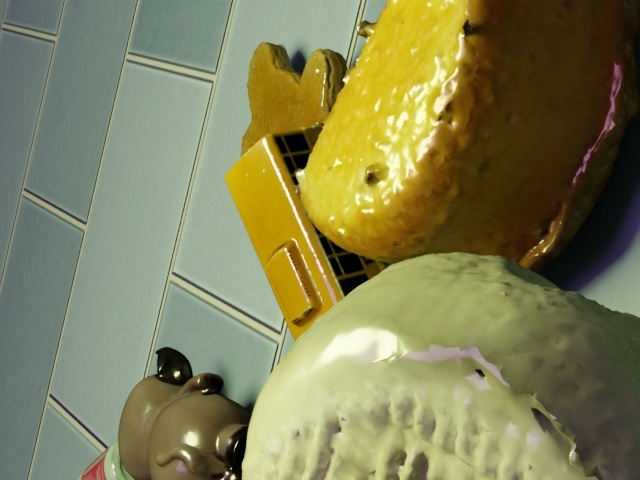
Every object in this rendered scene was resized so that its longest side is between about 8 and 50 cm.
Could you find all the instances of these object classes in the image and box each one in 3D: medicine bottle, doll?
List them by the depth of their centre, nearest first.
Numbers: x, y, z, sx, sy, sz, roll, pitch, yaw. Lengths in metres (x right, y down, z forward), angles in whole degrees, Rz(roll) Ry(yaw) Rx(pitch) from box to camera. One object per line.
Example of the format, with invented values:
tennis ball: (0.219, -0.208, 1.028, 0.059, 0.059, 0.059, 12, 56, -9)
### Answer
doll: (-0.135, 0.217, 1.703, 0.257, 0.117, 0.182, 12, 90, 62)
medicine bottle: (-0.251, 0.307, 1.915, 0.216, 0.090, 0.090, -44, 44, 49)

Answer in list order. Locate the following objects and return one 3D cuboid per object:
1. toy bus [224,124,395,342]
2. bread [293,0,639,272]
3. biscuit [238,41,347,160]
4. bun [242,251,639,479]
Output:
toy bus: (0.000, 0.000, 1.485, 0.098, 0.114, 0.201, -41, 67, 48)
bread: (0.127, -0.093, 1.241, 0.340, 0.194, 0.179, -63, 25, 22)
biscuit: (-0.008, -0.101, 1.656, 0.301, 0.049, 0.197, -155, 68, -62)
bun: (0.127, 0.172, 1.092, 0.359, 0.211, 0.360, 13, 112, 34)
